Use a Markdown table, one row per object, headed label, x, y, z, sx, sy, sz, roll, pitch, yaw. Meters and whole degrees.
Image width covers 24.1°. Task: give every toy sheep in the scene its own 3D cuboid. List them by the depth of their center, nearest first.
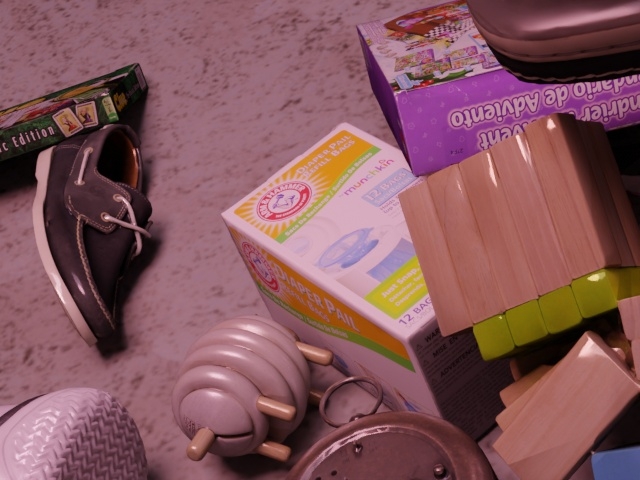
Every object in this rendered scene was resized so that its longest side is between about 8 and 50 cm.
| label | x | y | z | sx | sy | sz | roll | pitch | yaw |
| --- | --- | --- | --- | --- | --- | --- | --- | --- | --- |
| toy sheep | -0.047 | 0.092 | 0.924 | 0.091 | 0.091 | 0.132 | -4 | 24 | 25 |

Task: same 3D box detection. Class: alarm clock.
| label | x | y | z | sx | sy | sz | roll | pitch | yaw |
| --- | --- | --- | --- | --- | --- | --- | --- | --- | --- |
| alarm clock | 0.032 | 0.142 | 0.829 | 0.129 | 0.064 | 0.192 | -25 | 40 | 5 |

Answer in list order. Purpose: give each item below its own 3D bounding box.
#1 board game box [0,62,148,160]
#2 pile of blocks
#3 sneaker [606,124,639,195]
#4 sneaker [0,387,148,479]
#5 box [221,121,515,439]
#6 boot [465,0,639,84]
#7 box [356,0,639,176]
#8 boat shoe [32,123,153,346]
| label | x | y | z | sx | sy | sz | roll | pitch | yaw |
| --- | --- | --- | --- | --- | --- | --- | --- | --- | --- |
| board game box | -0.281 | -0.087 | 1.274 | 0.260 | 0.030 | 0.136 | -18 | 13 | 9 |
| pile of blocks | 0.190 | 0.087 | 0.764 | 0.362 | 0.113 | 0.149 | 51 | 118 | 25 |
| sneaker | 0.248 | -0.078 | 0.970 | 0.178 | 0.077 | 0.072 | 3 | 44 | 33 |
| sneaker | -0.260 | 0.226 | 0.846 | 0.210 | 0.137 | 0.366 | -1 | 38 | 29 |
| box | 0.047 | 0.023 | 0.938 | 0.114 | 0.103 | 0.203 | -37 | 39 | -17 |
| boot | 0.279 | -0.089 | 0.781 | 0.377 | 0.284 | 0.138 | -18 | 47 | 2 |
| box | 0.137 | -0.123 | 1.000 | 0.201 | 0.057 | 0.293 | -14 | 16 | 1 |
| boat shoe | -0.165 | -0.013 | 1.115 | 0.079 | 0.084 | 0.233 | -21 | 34 | 6 |
